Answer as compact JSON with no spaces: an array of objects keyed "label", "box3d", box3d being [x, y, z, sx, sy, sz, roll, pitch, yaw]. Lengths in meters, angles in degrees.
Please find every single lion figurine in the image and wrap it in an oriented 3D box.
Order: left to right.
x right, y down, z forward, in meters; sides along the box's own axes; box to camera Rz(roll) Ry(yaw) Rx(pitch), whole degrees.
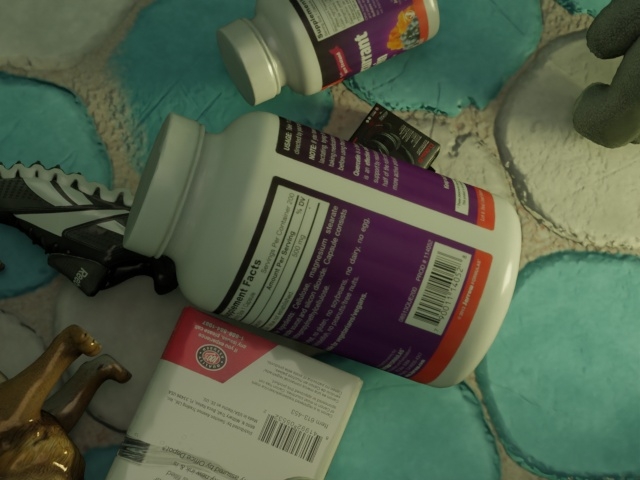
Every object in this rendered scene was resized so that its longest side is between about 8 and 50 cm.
[{"label":"lion figurine","box3d":[-0.332,0.129,1.618,0.392,0.142,0.240,39,81,23]}]

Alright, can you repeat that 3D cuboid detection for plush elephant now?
[{"label":"plush elephant","box3d":[0.389,-0.250,1.718,0.272,0.330,0.255,7,54,6]}]

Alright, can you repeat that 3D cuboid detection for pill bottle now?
[{"label":"pill bottle","box3d":[0.000,0.000,1.613,0.323,0.181,0.181,20,72,-10]},{"label":"pill bottle","box3d":[0.005,-0.202,1.743,0.193,0.108,0.108,-26,76,-11]}]

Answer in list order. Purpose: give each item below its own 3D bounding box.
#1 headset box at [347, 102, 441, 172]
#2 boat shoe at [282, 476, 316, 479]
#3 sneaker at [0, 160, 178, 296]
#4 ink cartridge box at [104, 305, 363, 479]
[{"label":"headset box","box3d":[0.069,-0.080,1.749,0.083,0.032,0.062,35,73,8]},{"label":"boat shoe","box3d":[-0.085,0.297,1.483,0.098,0.096,0.277,37,77,5]},{"label":"sneaker","box3d":[-0.223,-0.005,1.680,0.234,0.078,0.106,11,70,-3]},{"label":"ink cartridge box","box3d":[-0.087,0.203,1.611,0.172,0.100,0.237,23,73,3]}]
